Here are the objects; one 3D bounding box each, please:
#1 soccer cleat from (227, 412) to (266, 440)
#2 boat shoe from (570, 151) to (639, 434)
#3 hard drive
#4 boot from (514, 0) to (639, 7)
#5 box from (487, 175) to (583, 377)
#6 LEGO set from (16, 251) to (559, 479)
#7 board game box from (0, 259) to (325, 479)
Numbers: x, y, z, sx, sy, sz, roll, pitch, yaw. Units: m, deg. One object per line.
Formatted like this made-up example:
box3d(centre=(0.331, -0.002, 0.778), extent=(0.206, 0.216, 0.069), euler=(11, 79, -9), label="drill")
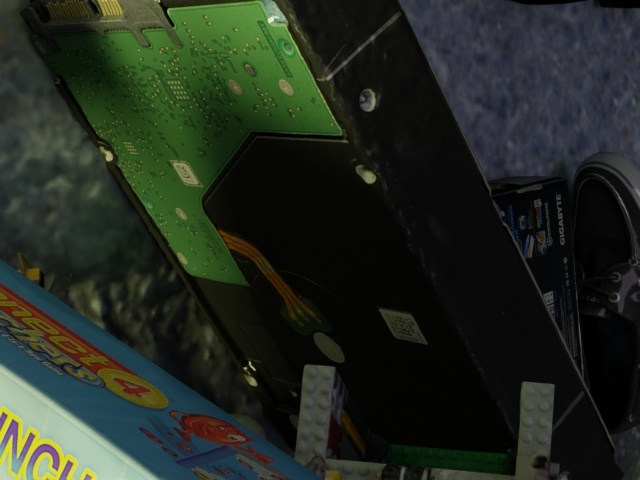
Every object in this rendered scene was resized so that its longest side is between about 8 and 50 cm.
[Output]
box3d(centre=(-0.106, 0.144, 0.726), extent=(0.196, 0.068, 0.076), euler=(-37, 113, -35), label="soccer cleat")
box3d(centre=(0.225, 0.048, 1.045), extent=(0.076, 0.080, 0.228), euler=(-28, 118, -42), label="boat shoe")
box3d(centre=(0.000, 0.000, 0.701), extent=(0.064, 0.237, 0.339), euler=(-46, 121, -27), label="hard drive")
box3d(centre=(0.209, -0.321, 0.998), extent=(0.264, 0.096, 0.280), euler=(-9, 97, -44), label="boot")
box3d(centre=(0.117, 0.073, 0.950), extent=(0.175, 0.051, 0.220), euler=(-14, 101, -43), label="box")
box3d(centre=(-0.031, 0.158, 0.541), extent=(0.192, 0.331, 0.255), euler=(67, 37, -69), label="LEGO set")
box3d(centre=(-0.128, 0.184, 0.466), extent=(0.302, 0.308, 0.086), euler=(-63, 157, 9), label="board game box")
